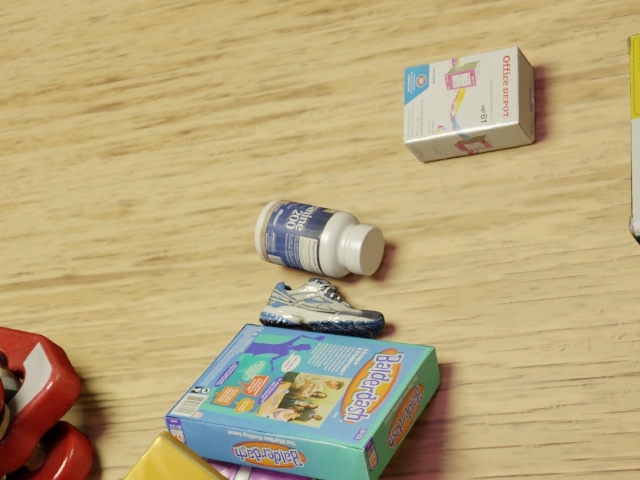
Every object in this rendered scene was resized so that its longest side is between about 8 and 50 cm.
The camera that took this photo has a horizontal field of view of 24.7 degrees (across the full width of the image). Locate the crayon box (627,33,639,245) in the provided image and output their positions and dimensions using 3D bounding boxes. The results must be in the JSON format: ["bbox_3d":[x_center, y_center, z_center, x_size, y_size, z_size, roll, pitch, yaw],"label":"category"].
[{"bbox_3d":[0.434,-0.100,1.269,0.319,0.081,0.202,-6,67,26],"label":"crayon box"}]

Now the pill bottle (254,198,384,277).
[{"bbox_3d":[0.000,0.000,1.457,0.120,0.067,0.067,12,75,30],"label":"pill bottle"}]

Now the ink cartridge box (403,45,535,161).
[{"bbox_3d":[0.148,-0.135,1.448,0.123,0.052,0.088,-8,65,23],"label":"ink cartridge box"}]

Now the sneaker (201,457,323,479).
[{"bbox_3d":[-0.064,0.305,1.344,0.161,0.102,0.282,3,71,25],"label":"sneaker"}]

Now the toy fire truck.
[{"bbox_3d":[-0.390,0.207,1.529,0.302,0.169,0.254,-46,38,2],"label":"toy fire truck"}]

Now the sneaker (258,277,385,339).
[{"bbox_3d":[0.003,0.063,1.440,0.135,0.052,0.058,5,67,28],"label":"sneaker"}]

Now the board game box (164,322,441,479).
[{"bbox_3d":[-0.015,0.149,1.364,0.210,0.047,0.160,5,33,30],"label":"board game box"}]

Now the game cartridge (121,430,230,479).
[{"bbox_3d":[-0.099,0.375,1.275,0.324,0.052,0.285,38,89,2],"label":"game cartridge"}]
